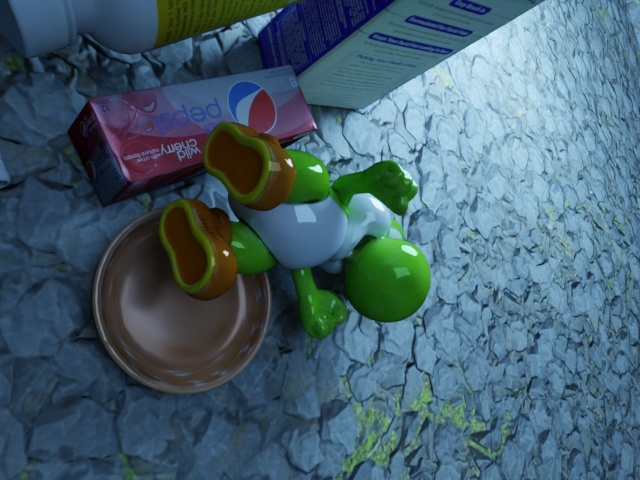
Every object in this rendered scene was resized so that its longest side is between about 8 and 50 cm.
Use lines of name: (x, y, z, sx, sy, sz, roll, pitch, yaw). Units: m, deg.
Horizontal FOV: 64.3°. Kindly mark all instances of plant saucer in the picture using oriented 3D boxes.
plant saucer: (-0.146, 0.063, 0.553, 0.200, 0.037, 0.199, 11, 72, -36)

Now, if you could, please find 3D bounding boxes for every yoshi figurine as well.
yoshi figurine: (0.021, 0.011, 0.579, 0.362, 0.204, 0.202, 13, 75, -54)

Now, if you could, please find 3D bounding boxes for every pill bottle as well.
pill bottle: (-0.142, -0.291, 0.477, 0.334, 0.188, 0.187, -31, 99, -26)

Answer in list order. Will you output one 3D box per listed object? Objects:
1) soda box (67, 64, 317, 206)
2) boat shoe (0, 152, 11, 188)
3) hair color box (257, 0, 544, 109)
soda box: (-0.132, -0.128, 0.582, 0.263, 0.084, 0.092, -27, 97, -41)
boat shoe: (-0.350, -0.034, 0.380, 0.226, 0.083, 0.075, -36, 101, -40)
hair color box: (0.091, -0.282, 0.633, 0.185, 0.339, 0.109, -7, 84, -40)
